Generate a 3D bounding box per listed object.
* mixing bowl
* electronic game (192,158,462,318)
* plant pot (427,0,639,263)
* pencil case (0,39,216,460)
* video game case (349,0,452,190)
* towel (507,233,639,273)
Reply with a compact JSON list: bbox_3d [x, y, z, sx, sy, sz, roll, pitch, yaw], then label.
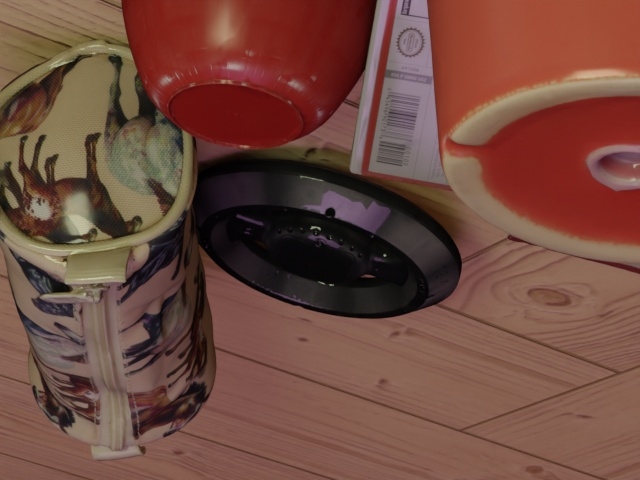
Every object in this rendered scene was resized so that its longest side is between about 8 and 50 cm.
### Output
[{"bbox_3d":[-0.048,-0.120,1.227,0.181,0.098,0.181,7,157,3],"label":"mixing bowl"},{"bbox_3d":[0.000,0.000,1.534,0.229,0.048,0.229,14,155,7],"label":"electronic game"},{"bbox_3d":[0.165,-0.136,0.956,0.275,0.243,0.275,7,156,3],"label":"plant pot"},{"bbox_3d":[-0.164,0.028,1.465,0.160,0.183,0.410,8,154,3],"label":"pencil case"},{"bbox_3d":[0.171,-0.098,1.196,0.285,0.025,0.204,10,133,1],"label":"video game case"},{"bbox_3d":[0.301,-0.044,1.367,0.237,0.037,0.329,15,155,-16],"label":"towel"}]
